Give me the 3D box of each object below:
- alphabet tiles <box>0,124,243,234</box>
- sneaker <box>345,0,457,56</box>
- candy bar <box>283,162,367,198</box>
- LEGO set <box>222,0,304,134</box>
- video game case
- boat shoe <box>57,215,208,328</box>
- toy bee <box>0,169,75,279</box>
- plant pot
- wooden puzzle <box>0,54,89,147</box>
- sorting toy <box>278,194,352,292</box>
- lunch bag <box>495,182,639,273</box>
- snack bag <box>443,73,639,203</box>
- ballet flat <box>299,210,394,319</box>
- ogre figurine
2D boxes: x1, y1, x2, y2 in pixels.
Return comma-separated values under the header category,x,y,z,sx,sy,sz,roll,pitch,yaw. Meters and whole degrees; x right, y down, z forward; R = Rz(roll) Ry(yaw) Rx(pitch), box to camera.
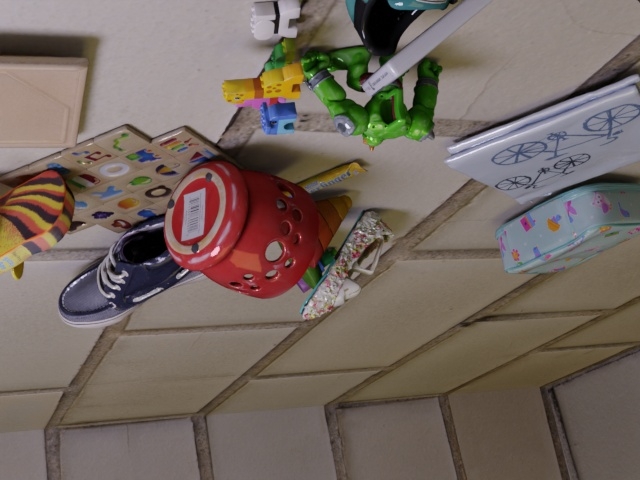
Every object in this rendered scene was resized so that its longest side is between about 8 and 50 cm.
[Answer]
category,x,y,z,sx,sy,sz,roll,pitch,yaw
alphabet tiles,-0.305,-0.085,1.401,0.343,0.011,0.285,-18,158,20
sneaker,0.118,-0.295,0.892,0.108,0.121,0.302,0,157,-25
candy bar,0.000,-0.095,1.505,0.162,0.018,0.040,-21,156,26
LEGO set,-0.077,-0.193,1.118,0.093,0.087,0.227,-7,158,-10
video game case,0.134,-0.232,0.995,0.190,0.022,0.173,-40,-175,-3
boat shoe,-0.342,0.048,1.583,0.341,0.127,0.158,-25,158,12
toy bee,-0.481,0.025,1.298,0.298,0.162,0.195,-27,161,14
plant pot,-0.123,-0.021,1.378,0.191,0.191,0.174,-24,150,33
wooden puzzle,-0.401,-0.170,1.101,0.221,0.044,0.239,-2,162,-21
sorting toy,0.000,0.000,1.676,0.126,0.127,0.365,-36,167,-10
lunch bag,0.495,-0.021,1.791,0.224,0.107,0.279,-5,163,-35
snack bag,0.415,-0.156,1.514,0.323,0.037,0.343,-21,159,29
ballet flat,0.054,0.051,1.633,0.077,0.241,0.091,30,163,10
ogre figurine,0.073,-0.183,1.167,0.197,0.118,0.097,11,151,-42
